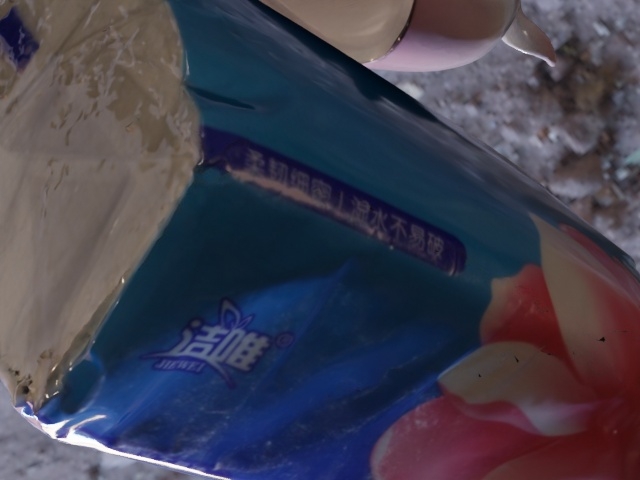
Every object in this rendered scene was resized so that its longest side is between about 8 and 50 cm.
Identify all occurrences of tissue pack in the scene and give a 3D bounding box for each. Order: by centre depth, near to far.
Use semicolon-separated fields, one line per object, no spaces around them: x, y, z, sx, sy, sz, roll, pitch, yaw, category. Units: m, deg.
0.000;0.000;0.526;0.269;0.209;0.137;23;107;-36;tissue pack

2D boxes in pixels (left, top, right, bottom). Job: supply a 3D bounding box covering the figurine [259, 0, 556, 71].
0.033;-0.204;0.948;0.315;0.284;0.206;-4;105;-55;figurine
